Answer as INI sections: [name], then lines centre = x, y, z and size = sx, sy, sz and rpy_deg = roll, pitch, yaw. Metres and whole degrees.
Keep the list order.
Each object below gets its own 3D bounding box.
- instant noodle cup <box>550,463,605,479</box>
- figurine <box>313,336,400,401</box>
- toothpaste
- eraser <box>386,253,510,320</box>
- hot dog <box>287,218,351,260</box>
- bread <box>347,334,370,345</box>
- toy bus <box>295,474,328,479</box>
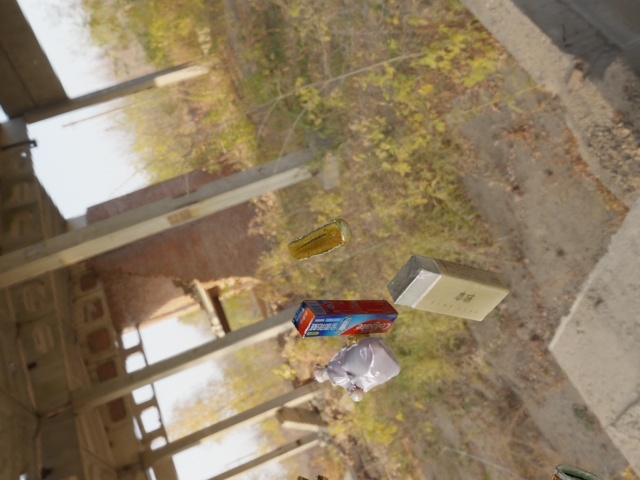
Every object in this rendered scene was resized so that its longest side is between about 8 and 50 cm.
[instant noodle cup]
centre = 0.612, 0.671, 1.441
size = 0.193, 0.193, 0.212
rpy_deg = -164, 87, -78
[figurine]
centre = 0.101, 0.348, 1.650
size = 0.133, 0.200, 0.276
rpy_deg = 43, 137, -16
[toothpaste]
centre = 0.073, 0.206, 1.598
size = 0.066, 0.320, 0.076
rpy_deg = 49, 122, 40
[eraser]
centre = 0.360, 0.134, 1.659
size = 0.144, 0.343, 0.078
rpy_deg = -56, 37, 32
[hot dog]
centre = -0.003, 0.000, 1.663
size = 0.286, 0.061, 0.088
rpy_deg = -15, 100, 55
[bread]
centre = 0.122, 0.316, 1.888
size = 0.081, 0.083, 0.046
rpy_deg = -4, 90, 36
[toy bus]
centre = -0.051, 0.604, 1.372
size = 0.074, 0.162, 0.069
rpy_deg = 38, 180, 5
